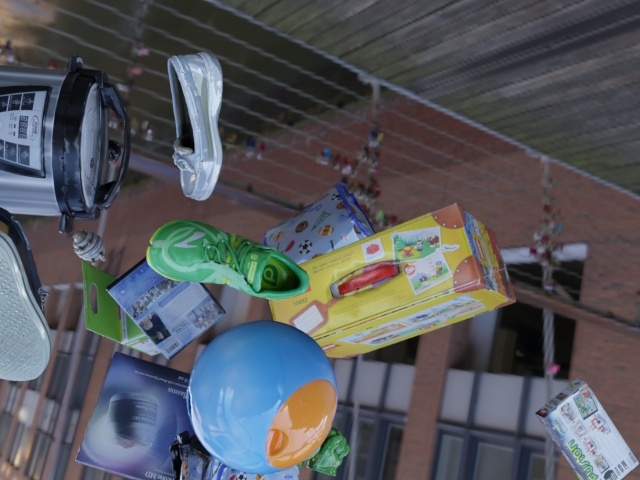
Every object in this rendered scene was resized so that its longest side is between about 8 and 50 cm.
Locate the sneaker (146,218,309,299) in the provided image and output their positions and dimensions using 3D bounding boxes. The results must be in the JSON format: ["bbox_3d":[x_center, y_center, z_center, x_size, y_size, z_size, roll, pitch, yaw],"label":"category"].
[{"bbox_3d":[-0.145,0.032,1.324,0.295,0.110,0.123,15,170,-31],"label":"sneaker"}]

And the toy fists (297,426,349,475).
[{"bbox_3d":[-0.017,0.623,2.395,0.096,0.142,0.279,4,161,46],"label":"toy fists"}]

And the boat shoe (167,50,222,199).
[{"bbox_3d":[-0.270,-0.231,1.637,0.103,0.321,0.118,-13,-143,-33],"label":"boat shoe"}]

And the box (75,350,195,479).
[{"bbox_3d":[-0.444,0.485,2.081,0.296,0.294,0.183,17,161,-3],"label":"box"}]

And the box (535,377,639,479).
[{"bbox_3d":[0.520,0.385,1.534,0.207,0.114,0.036,56,171,-10],"label":"box"}]

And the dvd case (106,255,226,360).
[{"bbox_3d":[-0.355,0.142,1.846,0.022,0.180,0.253,34,161,55],"label":"dvd case"}]

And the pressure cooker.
[{"bbox_3d":[-0.678,-0.245,1.929,0.420,0.376,0.370,5,134,-5],"label":"pressure cooker"}]

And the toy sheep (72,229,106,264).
[{"bbox_3d":[-0.669,0.020,2.291,0.091,0.091,0.132,3,140,35],"label":"toy sheep"}]

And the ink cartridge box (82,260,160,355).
[{"bbox_3d":[-0.460,0.156,1.930,0.097,0.189,0.255,-21,151,18],"label":"ink cartridge box"}]

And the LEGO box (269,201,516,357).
[{"bbox_3d":[0.180,0.120,1.925,0.499,0.193,0.372,-22,160,21],"label":"LEGO box"}]

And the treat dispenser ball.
[{"bbox_3d":[-0.110,0.296,1.504,0.288,0.288,0.288,11,168,2],"label":"treat dispenser ball"}]

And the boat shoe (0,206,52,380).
[{"bbox_3d":[-0.725,0.135,1.831,0.186,0.156,0.501,0,129,-4],"label":"boat shoe"}]

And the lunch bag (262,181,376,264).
[{"bbox_3d":[0.000,0.000,2.477,0.239,0.327,0.385,51,-173,-30],"label":"lunch bag"}]

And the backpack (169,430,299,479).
[{"bbox_3d":[-0.183,0.552,1.684,0.276,0.264,0.213,10,-173,-40],"label":"backpack"}]
